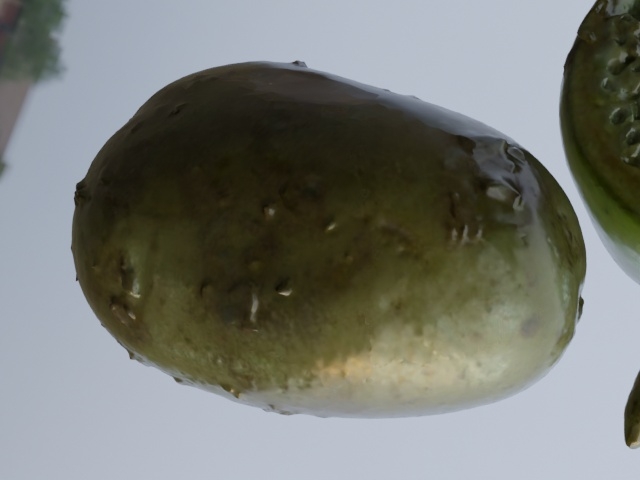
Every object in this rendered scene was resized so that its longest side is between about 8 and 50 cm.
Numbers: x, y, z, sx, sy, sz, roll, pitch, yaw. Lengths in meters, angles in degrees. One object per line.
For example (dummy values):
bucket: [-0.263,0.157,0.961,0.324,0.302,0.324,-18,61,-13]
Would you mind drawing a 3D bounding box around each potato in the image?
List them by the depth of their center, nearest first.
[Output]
potato: [0.000,0.000,0.973,0.210,0.307,0.173,-26,122,-51]

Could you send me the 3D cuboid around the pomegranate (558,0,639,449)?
pomegranate: [0.287,-0.013,1.061,0.358,0.310,0.216,-67,159,-9]
